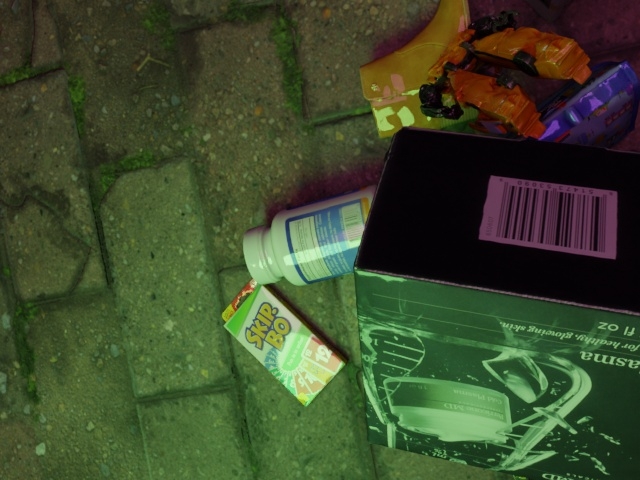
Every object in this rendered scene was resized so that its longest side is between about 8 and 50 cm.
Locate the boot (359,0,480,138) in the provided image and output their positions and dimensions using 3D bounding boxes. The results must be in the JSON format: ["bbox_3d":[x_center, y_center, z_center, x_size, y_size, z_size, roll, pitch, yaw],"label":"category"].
[{"bbox_3d":[0.173,-0.342,1.267,0.211,0.104,0.295,-6,96,15],"label":"boot"}]

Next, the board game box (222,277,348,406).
[{"bbox_3d":[-0.080,0.200,1.407,0.259,0.039,0.124,43,102,12],"label":"board game box"}]

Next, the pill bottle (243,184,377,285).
[{"bbox_3d":[0.000,0.000,1.310,0.272,0.152,0.152,-15,90,16],"label":"pill bottle"}]

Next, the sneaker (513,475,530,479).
[{"bbox_3d":[0.370,0.425,1.296,0.031,0.035,0.083,-16,89,16],"label":"sneaker"}]

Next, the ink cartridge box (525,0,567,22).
[{"bbox_3d":[0.413,-0.482,1.104,0.117,0.278,0.201,46,103,5],"label":"ink cartridge box"}]

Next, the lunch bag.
[{"bbox_3d":[0.393,-0.176,1.119,0.221,0.293,0.138,-36,84,14],"label":"lunch bag"}]

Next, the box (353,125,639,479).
[{"bbox_3d":[0.319,0.122,1.044,0.480,0.297,0.472,8,141,15],"label":"box"}]

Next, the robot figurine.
[{"bbox_3d":[0.271,-0.256,1.087,0.085,0.291,0.211,37,96,-28],"label":"robot figurine"}]
